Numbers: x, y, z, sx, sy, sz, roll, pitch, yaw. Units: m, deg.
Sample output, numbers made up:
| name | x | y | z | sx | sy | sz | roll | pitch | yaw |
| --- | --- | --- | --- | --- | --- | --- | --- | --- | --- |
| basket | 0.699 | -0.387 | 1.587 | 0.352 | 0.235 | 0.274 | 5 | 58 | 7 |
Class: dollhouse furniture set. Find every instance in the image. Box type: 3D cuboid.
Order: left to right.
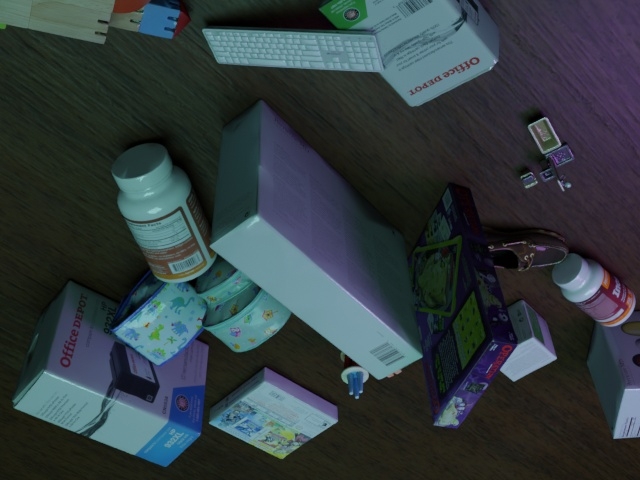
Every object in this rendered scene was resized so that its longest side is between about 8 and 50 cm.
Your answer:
| name | x | y | z | sx | sy | sz | roll | pitch | yaw |
| --- | --- | --- | --- | --- | --- | --- | --- | --- | --- |
| dollhouse furniture set | 0.349 | -0.126 | 1.323 | 0.091 | 0.081 | 0.114 | -26 | 127 | 20 |

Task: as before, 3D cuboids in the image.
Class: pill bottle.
| name | x | y | z | sx | sy | sz | roll | pitch | yaw |
| --- | --- | --- | --- | --- | --- | --- | --- | --- | --- |
| pill bottle | -0.253 | -0.045 | 1.353 | 0.121 | 0.121 | 0.216 | -11 | 130 | 8 |
| pill bottle | 0.491 | 0.087 | 1.514 | 0.152 | 0.086 | 0.086 | 33 | 123 | -28 |

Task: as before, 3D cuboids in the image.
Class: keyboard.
| name | x | y | z | sx | sy | sz | roll | pitch | yaw |
| --- | --- | --- | --- | --- | --- | --- | --- | --- | --- |
| keyboard | -0.040 | -0.266 | 1.169 | 0.256 | 0.014 | 0.072 | 7 | 146 | 19 |

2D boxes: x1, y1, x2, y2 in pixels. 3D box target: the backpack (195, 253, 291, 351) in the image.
| name | x | y | z | sx | sy | sz | roll | pitch | yaw |
| --- | --- | --- | --- | --- | --- | --- | --- | --- | --- |
| backpack | -0.126 | 0.089 | 1.429 | 0.166 | 0.188 | 0.144 | -29 | 126 | 23 |

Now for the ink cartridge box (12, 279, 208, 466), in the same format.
| name | x | y | z | sx | sy | sz | roll | pitch | yaw |
| --- | --- | --- | --- | --- | --- | --- | --- | --- | --- |
| ink cartridge box | -0.372 | 0.244 | 1.535 | 0.307 | 0.223 | 0.129 | 30 | 124 | -25 |

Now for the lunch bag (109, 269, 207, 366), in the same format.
| name | x | y | z | sx | sy | sz | roll | pitch | yaw |
| --- | --- | --- | --- | --- | --- | --- | --- | --- | --- |
| lunch bag | -0.283 | 0.135 | 1.496 | 0.151 | 0.096 | 0.129 | -52 | 124 | -11 |

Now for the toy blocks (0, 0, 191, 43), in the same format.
| name | x | y | z | sx | sy | sz | roll | pitch | yaw |
| --- | --- | --- | --- | --- | --- | --- | --- | --- | --- |
| toy blocks | -0.253 | -0.391 | 1.032 | 0.260 | 0.191 | 0.381 | 7 | 133 | -23 |

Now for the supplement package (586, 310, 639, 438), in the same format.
| name | x | y | z | sx | sy | sz | roll | pitch | yaw |
| --- | --- | --- | --- | --- | --- | --- | --- | --- | --- |
| supplement package | 0.639 | 0.248 | 1.588 | 0.203 | 0.194 | 0.149 | -5 | 131 | 2 |

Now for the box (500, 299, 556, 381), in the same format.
| name | x | y | z | sx | sy | sz | roll | pitch | yaw |
| --- | --- | --- | --- | --- | --- | --- | --- | --- | --- |
| box | 0.375 | 0.191 | 1.591 | 0.102 | 0.101 | 0.087 | -34 | 125 | 25 |

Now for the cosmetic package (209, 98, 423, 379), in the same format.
| name | x | y | z | sx | sy | sz | roll | pitch | yaw |
| --- | --- | --- | --- | --- | --- | --- | --- | --- | --- |
| cosmetic package | 0.000 | 0.000 | 1.291 | 0.097 | 0.284 | 0.377 | -32 | 125 | 26 |

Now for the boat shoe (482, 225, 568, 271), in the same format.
| name | x | y | z | sx | sy | sz | roll | pitch | yaw |
| --- | --- | --- | --- | --- | --- | --- | --- | --- | --- |
| boat shoe | 0.336 | 0.024 | 1.464 | 0.207 | 0.073 | 0.073 | 3 | 130 | -6 |

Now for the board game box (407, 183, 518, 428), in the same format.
| name | x | y | z | sx | sy | sz | roll | pitch | yaw |
| --- | --- | --- | --- | --- | --- | --- | --- | --- | --- |
| board game box | 0.212 | 0.096 | 1.341 | 0.056 | 0.347 | 0.208 | 15 | 130 | -18 |

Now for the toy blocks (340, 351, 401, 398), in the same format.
| name | x | y | z | sx | sy | sz | roll | pitch | yaw |
| --- | --- | --- | --- | --- | --- | --- | --- | --- | --- |
| toy blocks | 0.100 | 0.232 | 1.589 | 0.123 | 0.148 | 0.054 | -2 | 132 | 0 |

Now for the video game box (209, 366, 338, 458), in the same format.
| name | x | y | z | sx | sy | sz | roll | pitch | yaw |
| --- | --- | --- | --- | --- | --- | --- | --- | --- | --- |
| video game box | -0.099 | 0.369 | 1.773 | 0.205 | 0.048 | 0.187 | 34 | 120 | -27 |

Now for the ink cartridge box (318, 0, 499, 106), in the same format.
| name | x | y | z | sx | sy | sz | roll | pitch | yaw |
| --- | --- | --- | --- | --- | --- | --- | --- | --- | --- |
| ink cartridge box | 0.125 | -0.300 | 1.139 | 0.153 | 0.087 | 0.208 | -22 | 130 | 36 |
